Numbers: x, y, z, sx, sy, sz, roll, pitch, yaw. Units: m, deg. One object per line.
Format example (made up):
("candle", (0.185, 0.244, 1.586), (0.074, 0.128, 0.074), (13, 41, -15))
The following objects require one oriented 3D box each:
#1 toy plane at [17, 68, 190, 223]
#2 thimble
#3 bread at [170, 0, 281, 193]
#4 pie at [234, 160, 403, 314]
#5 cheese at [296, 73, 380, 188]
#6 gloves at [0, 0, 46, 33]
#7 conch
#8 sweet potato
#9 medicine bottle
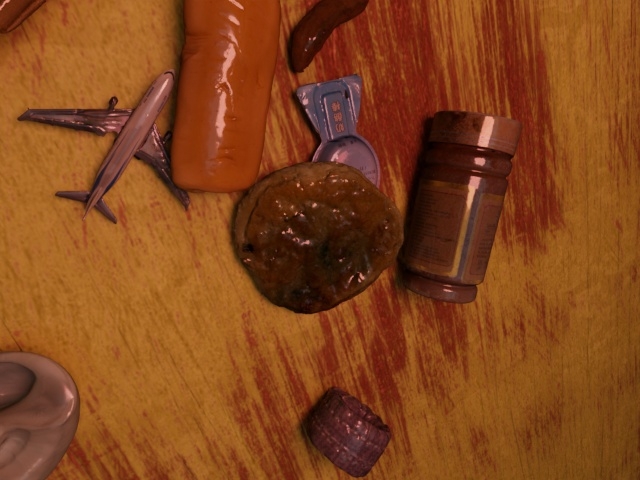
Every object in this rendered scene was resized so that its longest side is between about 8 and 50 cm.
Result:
("toy plane", (-0.256, -0.128, 0.538), (0.226, 0.058, 0.226), (31, 85, -31))
("thimble", (0.053, 0.359, 0.767), (0.150, 0.150, 0.098), (38, 84, -28))
("bread", (-0.121, -0.210, 0.548), (0.141, 0.091, 0.306), (-3, 106, -47))
("pie", (0.000, 0.000, 0.655), (0.276, 0.079, 0.277), (-7, 123, -11))
("cheese", (0.037, -0.141, 0.679), (0.135, 0.052, 0.245), (-20, 111, -21))
("gloves", (-0.389, -0.241, 0.400), (0.331, 0.141, 0.154), (-44, 118, -9))
("conch", (-0.418, 0.241, 0.523), (0.221, 0.121, 0.185), (-41, 119, -15))
("sweet potato", (0.012, -0.338, 0.618), (0.054, 0.053, 0.182), (41, 79, 11))
("medicine bottle", (0.249, -0.059, 0.745), (0.151, 0.151, 0.323), (5, 101, -26))
